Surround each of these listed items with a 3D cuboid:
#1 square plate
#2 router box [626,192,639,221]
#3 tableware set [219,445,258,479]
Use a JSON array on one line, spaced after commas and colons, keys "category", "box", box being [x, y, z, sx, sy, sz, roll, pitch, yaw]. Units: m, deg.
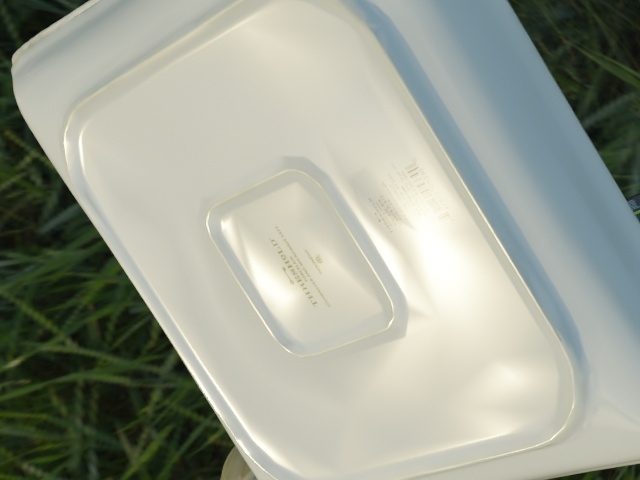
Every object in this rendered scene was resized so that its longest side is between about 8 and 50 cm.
[{"category": "square plate", "box": [0.000, 0.000, 0.826, 0.344, 0.049, 0.347, -23, 102, 48]}, {"category": "router box", "box": [0.328, -0.006, 1.695, 0.122, 0.092, 0.038, -21, 60, -13]}, {"category": "tableware set", "box": [-0.044, 0.239, 1.437, 0.168, 0.020, 0.141, -14, 52, 44]}]
